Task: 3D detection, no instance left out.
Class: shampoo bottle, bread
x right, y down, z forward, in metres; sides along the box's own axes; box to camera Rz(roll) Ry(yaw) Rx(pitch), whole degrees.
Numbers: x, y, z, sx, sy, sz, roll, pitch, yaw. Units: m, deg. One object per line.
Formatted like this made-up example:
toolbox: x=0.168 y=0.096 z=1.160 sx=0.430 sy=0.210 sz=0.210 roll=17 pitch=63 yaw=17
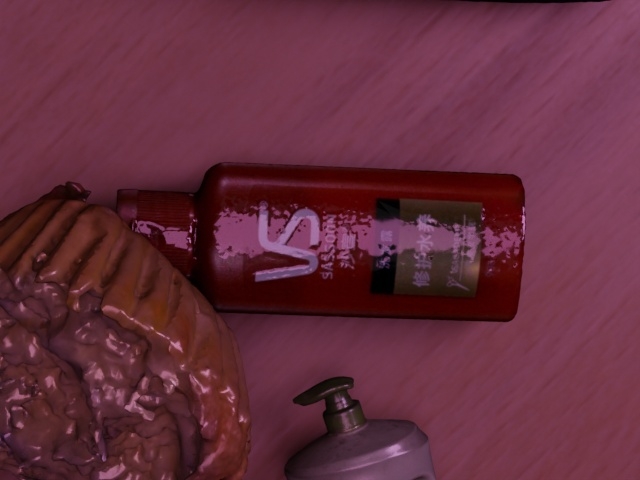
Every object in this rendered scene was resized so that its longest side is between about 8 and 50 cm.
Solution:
shampoo bottle: x=0.001 y=0.000 z=1.207 sx=0.314 sy=0.076 sz=0.118 roll=3 pitch=103 yaw=-7
bread: x=-0.166 y=0.098 z=1.141 sx=0.274 sy=0.274 sz=0.149 roll=37 pitch=49 yaw=-9
shampoo bottle: x=0.044 y=0.217 z=1.230 sx=0.118 sy=0.087 sz=0.234 roll=-18 pitch=98 yaw=-1

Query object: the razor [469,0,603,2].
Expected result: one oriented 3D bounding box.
razor: x=0.083 y=-0.282 z=1.169 sx=0.349 sy=0.113 sz=0.204 roll=3 pitch=93 yaw=-7
